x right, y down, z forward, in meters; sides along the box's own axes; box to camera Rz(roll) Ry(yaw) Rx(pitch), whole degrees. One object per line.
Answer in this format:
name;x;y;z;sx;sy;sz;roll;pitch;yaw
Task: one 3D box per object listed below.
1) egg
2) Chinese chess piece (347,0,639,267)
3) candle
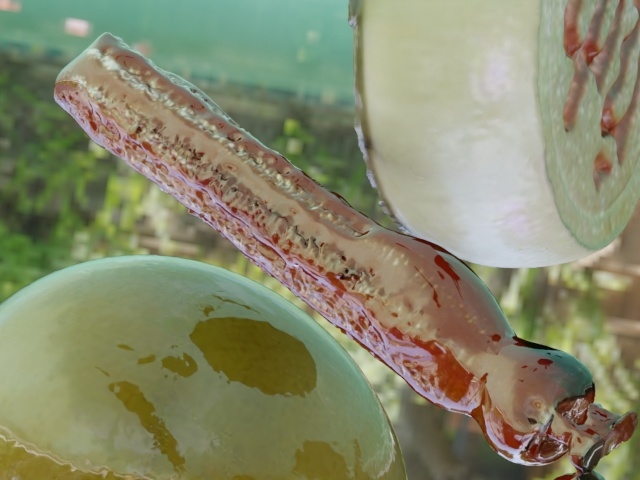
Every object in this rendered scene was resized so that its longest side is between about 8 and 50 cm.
egg;-0.082;0.141;1.147;0.250;0.250;0.322;11;170;42
Chinese chess piece;0.113;-0.119;1.111;0.112;0.270;0.270;5;179;26
candle;0.000;0.000;0.796;0.329;0.051;0.048;37;153;35
